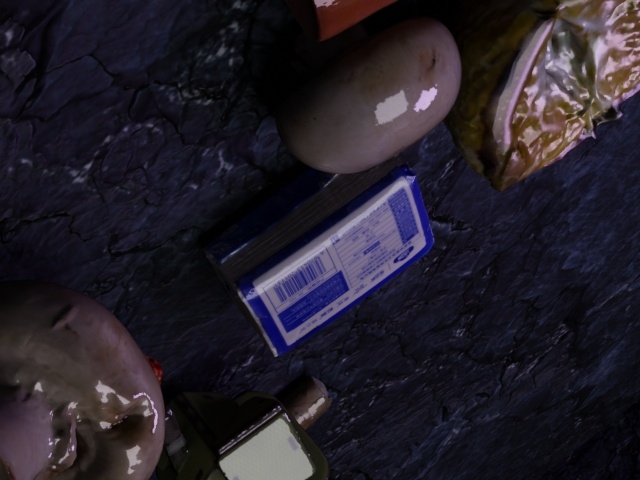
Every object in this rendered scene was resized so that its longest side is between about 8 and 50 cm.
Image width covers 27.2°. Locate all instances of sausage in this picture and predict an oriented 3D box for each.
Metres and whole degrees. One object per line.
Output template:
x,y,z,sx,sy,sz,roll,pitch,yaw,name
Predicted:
0.079,-0.310,1.387,0.259,0.113,0.114,-32,150,-17,sausage

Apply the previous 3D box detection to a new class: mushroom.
-0.307,0.205,1.372,0.293,0.292,0.290,-54,-167,20,mushroom
0.051,-0.176,1.481,0.226,0.178,0.226,-25,178,-1,mushroom

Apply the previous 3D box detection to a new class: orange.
0.277,-0.255,1.604,0.368,0.210,0.271,-39,150,-4,orange

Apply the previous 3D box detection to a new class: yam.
-0.113,0.331,2.064,0.317,0.067,0.071,-40,122,-4,yam

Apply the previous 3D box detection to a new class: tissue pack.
0.000,0.000,1.689,0.269,0.137,0.209,-36,152,-6,tissue pack

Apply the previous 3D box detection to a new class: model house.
-0.124,0.264,1.819,0.218,0.205,0.279,-35,149,-17,model house

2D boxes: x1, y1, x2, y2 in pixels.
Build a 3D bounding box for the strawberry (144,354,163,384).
-0.285,0.203,1.648,0.190,0.111,0.236,-54,175,-1,strawberry
